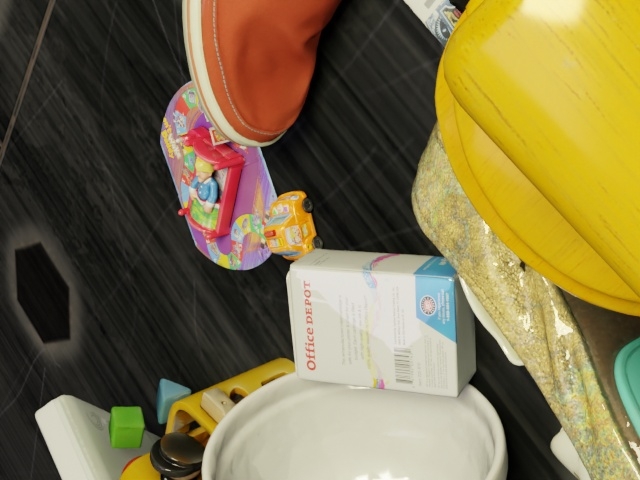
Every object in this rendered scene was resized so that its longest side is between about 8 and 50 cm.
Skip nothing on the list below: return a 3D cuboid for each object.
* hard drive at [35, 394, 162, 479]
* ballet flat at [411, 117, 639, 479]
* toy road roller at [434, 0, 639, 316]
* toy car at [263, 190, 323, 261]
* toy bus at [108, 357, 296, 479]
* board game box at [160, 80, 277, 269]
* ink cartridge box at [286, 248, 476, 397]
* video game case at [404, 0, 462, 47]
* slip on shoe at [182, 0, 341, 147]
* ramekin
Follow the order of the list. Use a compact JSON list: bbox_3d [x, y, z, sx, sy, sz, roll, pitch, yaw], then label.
[{"bbox_3d":[-0.128,0.289,0.968,0.040,0.203,0.307,-36,59,4],"label":"hard drive"},{"bbox_3d":[0.159,0.067,0.646,0.348,0.123,0.123,61,139,20],"label":"ballet flat"},{"bbox_3d":[0.185,-0.100,0.399,0.202,0.240,0.329,47,123,1],"label":"toy road roller"},{"bbox_3d":[0.000,0.000,0.849,0.122,0.041,0.060,16,116,44],"label":"toy car"},{"bbox_3d":[-0.081,0.168,0.897,0.202,0.191,0.104,-89,10,-58],"label":"toy bus"},{"bbox_3d":[-0.099,-0.051,0.945,0.133,0.033,0.168,-18,91,49],"label":"board game box"},{"bbox_3d":[0.044,0.056,0.784,0.123,0.052,0.088,3,108,23],"label":"ink cartridge box"},{"bbox_3d":[0.146,-0.182,0.587,0.210,0.042,0.232,53,125,20],"label":"video game case"},{"bbox_3d":[-0.009,-0.204,0.730,0.101,0.123,0.331,35,123,29],"label":"slip on shoe"},{"bbox_3d":[0.028,0.183,0.772,0.207,0.207,0.109,20,129,42],"label":"ramekin"}]
